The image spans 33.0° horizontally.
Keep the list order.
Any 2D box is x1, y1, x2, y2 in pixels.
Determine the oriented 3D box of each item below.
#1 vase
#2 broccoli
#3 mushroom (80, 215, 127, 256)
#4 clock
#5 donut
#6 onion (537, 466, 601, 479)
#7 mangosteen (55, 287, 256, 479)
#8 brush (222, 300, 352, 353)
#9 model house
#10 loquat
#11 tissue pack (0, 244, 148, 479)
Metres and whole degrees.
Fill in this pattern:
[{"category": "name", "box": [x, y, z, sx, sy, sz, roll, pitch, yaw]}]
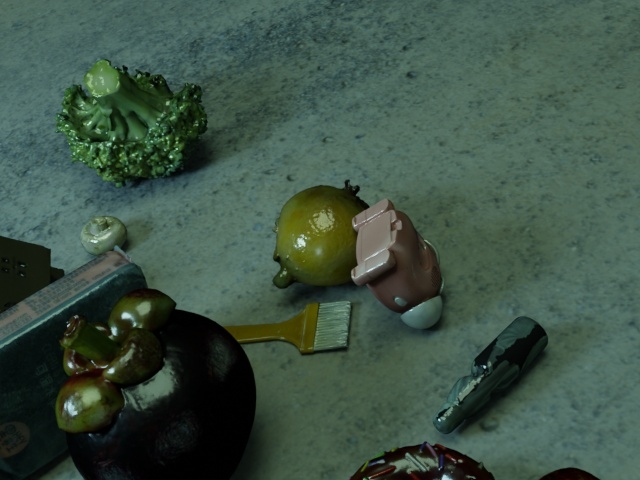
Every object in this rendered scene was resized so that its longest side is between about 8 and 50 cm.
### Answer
[{"category": "vase", "box": [0.227, 0.187, 1.474, 0.060, 0.060, 0.211, 25, 54, 39]}, {"category": "broccoli", "box": [-0.357, -0.219, 2.035, 0.288, 0.235, 0.260, -20, 4, 8]}, {"category": "mushroom", "box": [-0.383, -0.011, 1.909, 0.084, 0.067, 0.083, -4, 38, 3]}, {"category": "clock", "box": [0.128, 0.036, 1.610, 0.093, 0.162, 0.166, -30, 36, 27]}, {"category": "donut", "box": [0.124, 0.336, 1.304, 0.230, 0.096, 0.216, 1, 42, 20]}, {"category": "onion", "box": [0.290, 0.321, 1.261, 0.117, 0.118, 0.118, -27, 40, -20]}, {"category": "mangosteen", "box": [-0.232, 0.199, 1.423, 0.275, 0.302, 0.275, -25, 38, 21]}, {"category": "brush", "box": [-0.087, 0.141, 1.671, 0.272, 0.013, 0.103, -6, 40, 12]}, {"category": "model house", "box": [-0.488, 0.148, 1.677, 0.211, 0.204, 0.243, -39, 49, 42]}, {"category": "loquat", "box": [0.000, 0.000, 1.706, 0.204, 0.149, 0.172, -41, 50, -12]}, {"category": "tissue pack", "box": [-0.376, 0.180, 1.541, 0.316, 0.228, 0.103, -33, 42, -25]}]
